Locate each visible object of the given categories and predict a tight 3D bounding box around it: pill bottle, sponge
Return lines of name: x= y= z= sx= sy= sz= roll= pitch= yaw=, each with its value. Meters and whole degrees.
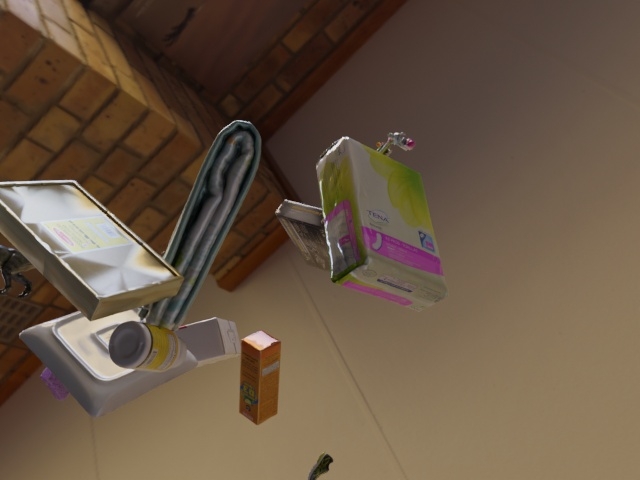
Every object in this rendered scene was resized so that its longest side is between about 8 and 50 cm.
pill bottle: x=-0.239 y=0.153 z=0.847 sx=0.065 sy=0.116 sz=0.065 roll=-5 pitch=-108 yaw=17
sponge: x=-0.701 y=0.335 z=1.698 sx=0.031 sy=0.117 sz=0.210 roll=10 pitch=-131 yaw=17

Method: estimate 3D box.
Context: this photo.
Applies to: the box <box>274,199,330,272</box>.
box: x=0.000 y=0.000 z=1.625 sx=0.183 sy=0.231 sz=0.056 roll=17 pitch=-121 yaw=40

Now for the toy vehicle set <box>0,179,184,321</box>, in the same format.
toy vehicle set: x=-0.344 y=0.002 z=0.860 sx=0.267 sy=0.166 sz=0.035 roll=38 pitch=-69 yaw=18

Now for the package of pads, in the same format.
package of pads: x=0.109 y=-0.033 z=1.124 sx=0.101 sy=0.229 sz=0.297 roll=-37 pitch=-134 yaw=37

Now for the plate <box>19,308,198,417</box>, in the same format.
plate: x=-0.447 y=0.224 z=1.295 sx=0.278 sy=0.277 sz=0.045 roll=36 pitch=-59 yaw=24

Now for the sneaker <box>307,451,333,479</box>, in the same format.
sneaker: x=0.000 y=0.546 z=1.422 sx=0.035 sy=0.031 sz=0.083 roll=27 pitch=-100 yaw=24

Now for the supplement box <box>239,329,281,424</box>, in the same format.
supplement box: x=-0.157 y=0.356 z=1.544 sx=0.078 sy=0.080 sz=0.233 roll=21 pitch=-60 yaw=36

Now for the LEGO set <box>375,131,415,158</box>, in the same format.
LEGO set: x=0.181 y=-0.186 z=1.707 sx=0.107 sy=0.132 sz=0.287 roll=153 pitch=-45 yaw=-75

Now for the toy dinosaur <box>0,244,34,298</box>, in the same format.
toy dinosaur: x=-0.681 y=0.067 z=1.328 sx=0.064 sy=0.268 sz=0.118 roll=-10 pitch=-103 yaw=30

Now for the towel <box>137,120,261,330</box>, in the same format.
towel: x=-0.224 y=-0.016 z=1.096 sx=0.374 sy=0.090 sz=0.320 roll=-65 pitch=-168 yaw=-10

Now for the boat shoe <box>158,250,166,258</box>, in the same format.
boat shoe: x=-0.441 y=0.096 z=1.651 sx=0.285 sy=0.089 sz=0.104 roll=-5 pitch=-138 yaw=51

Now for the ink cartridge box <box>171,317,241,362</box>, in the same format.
ink cartridge box: x=-0.376 y=0.325 z=1.854 sx=0.207 sy=0.283 sz=0.117 roll=-15 pitch=-101 yaw=0
